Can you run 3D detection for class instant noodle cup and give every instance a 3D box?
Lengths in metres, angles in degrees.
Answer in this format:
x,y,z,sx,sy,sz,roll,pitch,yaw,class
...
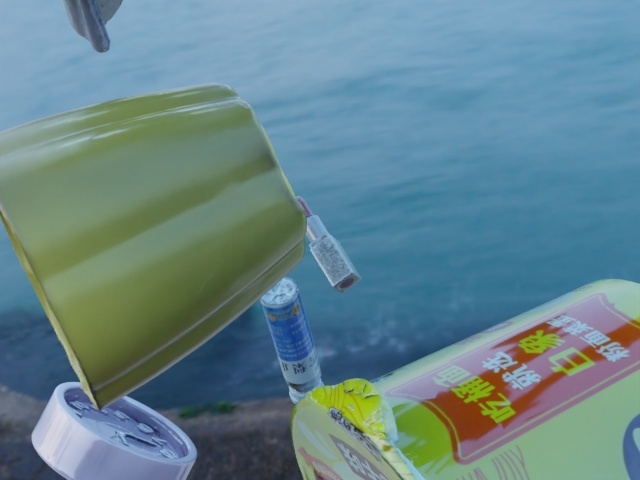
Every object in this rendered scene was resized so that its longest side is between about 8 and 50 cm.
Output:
x,y,z,sx,sy,sz,roll,pitch,yaw,class
0.151,0.173,0.702,0.222,0.311,0.311,-30,27,-19,instant noodle cup

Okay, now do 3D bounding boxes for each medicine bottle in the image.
x,y,z,sx,sy,sz,roll,pitch,yaw,class
-0.034,0.129,1.380,0.051,0.191,0.051,-8,39,7,medicine bottle

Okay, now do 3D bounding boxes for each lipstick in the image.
x,y,z,sx,sy,sz,roll,pitch,yaw,class
0.001,-0.001,1.270,0.030,0.030,0.129,-36,62,10,lipstick

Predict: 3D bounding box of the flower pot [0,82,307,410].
x,y,z,sx,sy,sz,roll,pitch,yaw,class
-0.115,-0.013,0.745,0.179,0.195,0.195,-28,25,-15,flower pot

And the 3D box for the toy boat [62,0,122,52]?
x,y,z,sx,sy,sz,roll,pitch,yaw,class
-0.145,-0.307,0.768,0.111,0.276,0.293,32,-5,8,toy boat

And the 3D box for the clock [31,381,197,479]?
x,y,z,sx,sy,sz,roll,pitch,yaw,class
-0.255,0.254,1.376,0.197,0.068,0.197,28,5,-3,clock
